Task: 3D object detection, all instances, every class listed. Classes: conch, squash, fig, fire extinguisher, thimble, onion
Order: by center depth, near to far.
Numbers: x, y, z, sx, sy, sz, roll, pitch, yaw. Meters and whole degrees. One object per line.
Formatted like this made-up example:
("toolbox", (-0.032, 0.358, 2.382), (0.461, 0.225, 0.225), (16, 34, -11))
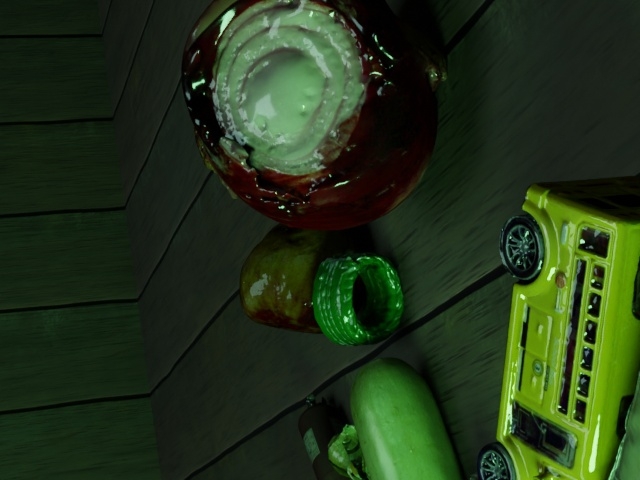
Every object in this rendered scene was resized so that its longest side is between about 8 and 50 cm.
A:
("onion", (-0.007, -0.169, 1.547), (0.341, 0.341, 0.341), (175, 90, -71))
("squash", (0.128, 0.317, 1.564), (0.118, 0.118, 0.371), (113, 143, -54))
("thimble", (0.052, 0.078, 1.711), (0.090, 0.118, 0.130), (-3, 110, 59))
("fig", (-0.009, 0.002, 1.816), (0.190, 0.190, 0.290), (-138, 62, -64))
("conch", (0.051, 0.316, 1.837), (0.121, 0.074, 0.089), (-125, 24, -63))
("fire extinguisher", (0.012, 0.330, 1.974), (0.231, 0.071, 0.099), (-115, 10, -48))

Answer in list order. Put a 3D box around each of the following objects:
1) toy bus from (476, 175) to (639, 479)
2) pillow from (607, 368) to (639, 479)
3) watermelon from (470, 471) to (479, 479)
("toy bus", (0.246, 0.116, 1.113), (0.151, 0.145, 0.331), (28, 119, 56))
("pillow", (0.318, 0.122, 0.952), (0.185, 0.075, 0.302), (22, 115, 38))
("watermelon", (0.207, 0.323, 1.411), (0.187, 0.071, 0.139), (100, 164, -58))
